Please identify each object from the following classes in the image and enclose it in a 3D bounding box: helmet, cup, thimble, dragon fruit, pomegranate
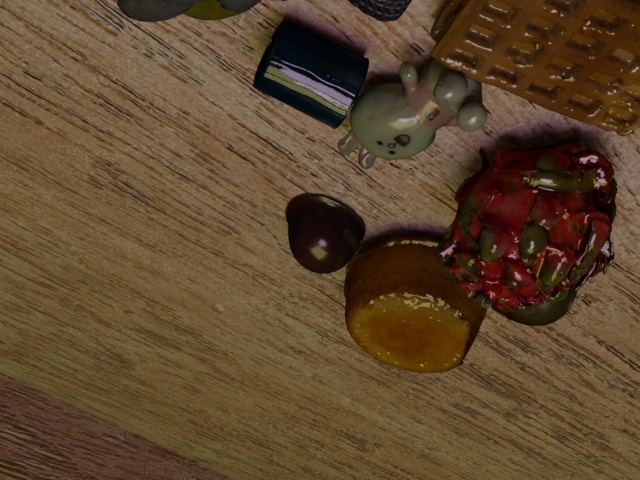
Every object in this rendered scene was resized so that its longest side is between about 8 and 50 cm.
[{"bbox_3d":[0.000,0.000,1.608,0.155,0.106,0.175,-1,141,19],"label":"helmet"},{"bbox_3d":[-0.024,-0.236,1.249,0.138,0.113,0.150,24,144,-14],"label":"cup"},{"bbox_3d":[0.074,-0.336,1.082,0.104,0.095,0.066,8,152,-20],"label":"thimble"},{"bbox_3d":[0.331,-0.026,1.331,0.303,0.237,0.231,-39,116,17],"label":"dragon fruit"},{"bbox_3d":[0.391,0.055,1.520,0.211,0.179,0.179,-33,133,8],"label":"pomegranate"}]

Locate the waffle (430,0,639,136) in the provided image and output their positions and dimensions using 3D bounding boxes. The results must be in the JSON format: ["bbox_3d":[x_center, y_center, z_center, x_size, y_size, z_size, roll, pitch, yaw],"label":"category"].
[{"bbox_3d":[0.330,-0.268,1.100,0.328,0.098,0.224,21,148,-11],"label":"waffle"}]

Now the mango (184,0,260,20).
[{"bbox_3d":[-0.126,-0.357,1.125,0.191,0.085,0.122,-12,137,34],"label":"mango"}]

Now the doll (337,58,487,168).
[{"bbox_3d":[0.141,-0.194,1.272,0.155,0.113,0.275,29,151,-28],"label":"doll"}]

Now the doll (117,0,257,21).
[{"bbox_3d":[-0.139,-0.351,0.973,0.341,0.158,0.246,1,165,42],"label":"doll"}]

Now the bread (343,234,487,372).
[{"bbox_3d":[0.184,0.125,1.651,0.312,0.172,0.312,8,136,8],"label":"bread"}]
